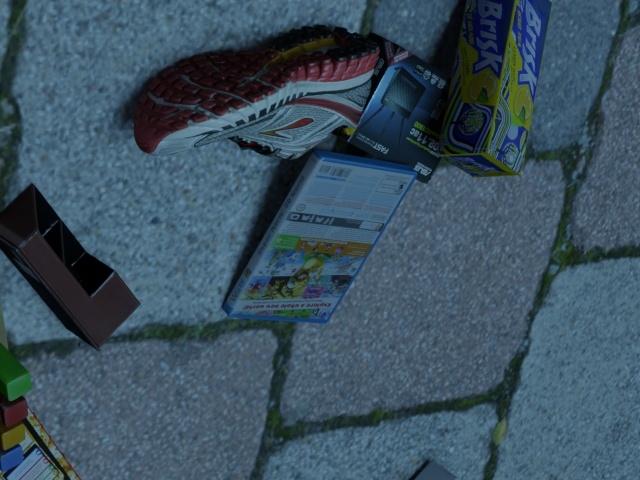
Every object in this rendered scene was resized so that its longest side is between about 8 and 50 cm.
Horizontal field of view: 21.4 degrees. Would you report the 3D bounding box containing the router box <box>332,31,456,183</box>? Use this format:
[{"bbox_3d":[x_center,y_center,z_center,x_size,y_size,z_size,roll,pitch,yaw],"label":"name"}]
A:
[{"bbox_3d":[0.068,-0.111,1.444,0.122,0.038,0.092,24,97,-48],"label":"router box"}]

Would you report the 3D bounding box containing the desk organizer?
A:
[{"bbox_3d":[-0.192,0.021,1.272,0.050,0.047,0.130,-47,137,-15],"label":"desk organizer"}]

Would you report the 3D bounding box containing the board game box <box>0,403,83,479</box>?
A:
[{"bbox_3d":[-0.274,0.183,1.289,0.147,0.045,0.193,-41,135,-18],"label":"board game box"}]

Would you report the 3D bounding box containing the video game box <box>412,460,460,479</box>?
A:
[{"bbox_3d":[0.090,0.352,1.728,0.205,0.048,0.187,-45,134,-14],"label":"video game box"}]

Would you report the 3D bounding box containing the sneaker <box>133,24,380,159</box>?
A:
[{"bbox_3d":[-0.044,-0.097,1.312,0.225,0.088,0.092,-18,125,-35],"label":"sneaker"}]

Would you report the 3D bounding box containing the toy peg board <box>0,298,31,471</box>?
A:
[{"bbox_3d":[-0.267,0.137,1.153,0.161,0.079,0.160,-28,141,-28],"label":"toy peg board"}]

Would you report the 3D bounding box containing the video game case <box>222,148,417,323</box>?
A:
[{"bbox_3d":[0.000,0.000,1.434,0.119,0.015,0.166,6,122,-45],"label":"video game case"}]

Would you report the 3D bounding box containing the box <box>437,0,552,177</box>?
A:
[{"bbox_3d":[0.151,-0.143,1.446,0.059,0.054,0.169,28,68,-48],"label":"box"}]
